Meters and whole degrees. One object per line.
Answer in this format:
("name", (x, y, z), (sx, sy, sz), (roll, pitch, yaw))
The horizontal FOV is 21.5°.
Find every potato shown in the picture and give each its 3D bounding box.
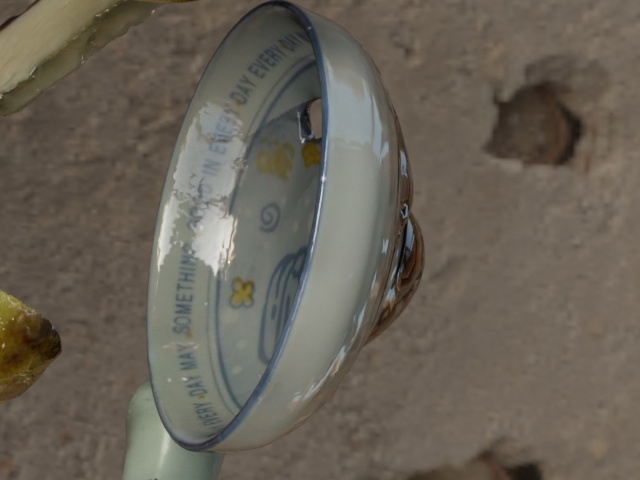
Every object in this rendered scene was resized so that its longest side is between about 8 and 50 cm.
("potato", (-0.235, 0.076, 1.147), (0.096, 0.103, 0.066), (49, 50, -22))

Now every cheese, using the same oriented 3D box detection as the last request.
("cheese", (-0.077, -0.201, 1.083), (0.034, 0.400, 0.085), (36, 35, -35))

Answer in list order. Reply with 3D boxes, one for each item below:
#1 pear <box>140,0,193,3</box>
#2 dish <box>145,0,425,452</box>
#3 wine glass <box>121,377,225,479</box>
("pear", (-0.083, -0.279, 0.843), (0.314, 0.314, 0.314), (-6, 98, -46))
("dish", (0.000, 0.000, 1.028), (0.134, 0.273, 0.273), (10, 86, -24))
("wine glass", (-0.097, 0.100, 1.221), (0.079, 0.079, 0.195), (38, 49, -42))
